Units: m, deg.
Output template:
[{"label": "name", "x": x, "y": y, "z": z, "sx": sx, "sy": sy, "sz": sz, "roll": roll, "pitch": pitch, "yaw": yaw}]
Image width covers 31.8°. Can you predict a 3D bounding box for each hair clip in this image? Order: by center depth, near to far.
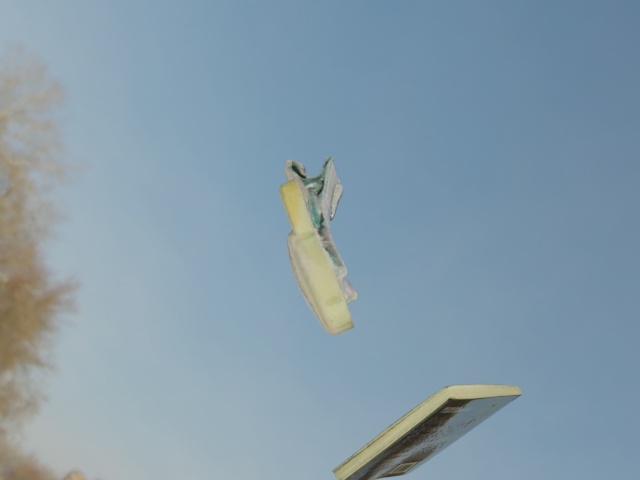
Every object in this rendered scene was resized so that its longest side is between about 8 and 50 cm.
[{"label": "hair clip", "x": -0.002, "y": -0.001, "z": 1.193, "sx": 0.159, "sy": 0.071, "sz": 0.218, "roll": 69, "pitch": 7, "yaw": -52}]

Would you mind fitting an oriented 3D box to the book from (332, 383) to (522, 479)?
[{"label": "book", "x": 0.142, "y": 0.258, "z": 1.496, "sx": 0.228, "sy": 0.160, "sz": 0.024, "roll": -44, "pitch": -123, "yaw": 32}]
